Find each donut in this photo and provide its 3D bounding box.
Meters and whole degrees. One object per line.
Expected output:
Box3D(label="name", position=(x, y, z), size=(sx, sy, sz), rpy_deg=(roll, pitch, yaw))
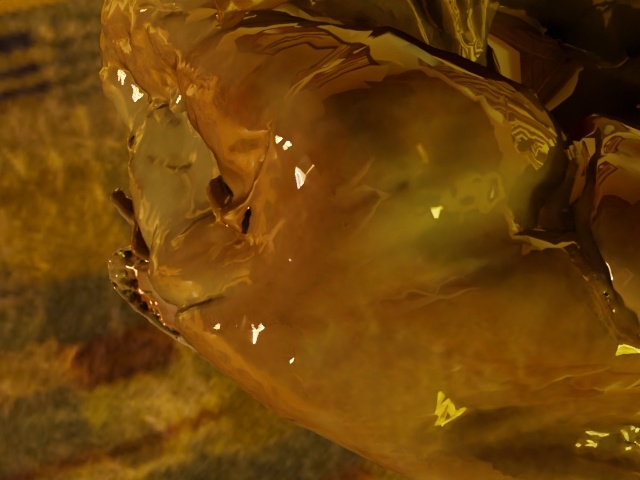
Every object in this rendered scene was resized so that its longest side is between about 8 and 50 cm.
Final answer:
Box3D(label="donut", position=(0.075, -0.046, 0.593), size=(0.360, 0.170, 0.360), rpy_deg=(19, 31, -12))

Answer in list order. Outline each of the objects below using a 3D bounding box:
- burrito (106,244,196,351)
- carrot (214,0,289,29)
Box3D(label="burrito", position=(0.000, 0.000, 0.821), size=(0.226, 0.060, 0.087), rpy_deg=(-23, 53, -35))
Box3D(label="carrot", position=(0.038, -0.112, 0.388), size=(0.170, 0.042, 0.042), rpy_deg=(-31, 65, 8))
